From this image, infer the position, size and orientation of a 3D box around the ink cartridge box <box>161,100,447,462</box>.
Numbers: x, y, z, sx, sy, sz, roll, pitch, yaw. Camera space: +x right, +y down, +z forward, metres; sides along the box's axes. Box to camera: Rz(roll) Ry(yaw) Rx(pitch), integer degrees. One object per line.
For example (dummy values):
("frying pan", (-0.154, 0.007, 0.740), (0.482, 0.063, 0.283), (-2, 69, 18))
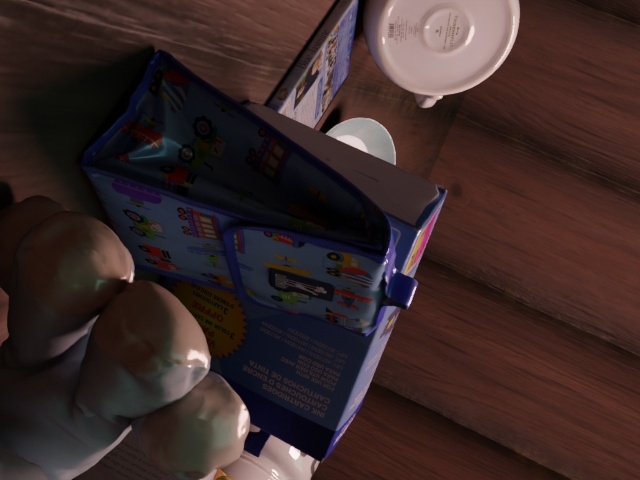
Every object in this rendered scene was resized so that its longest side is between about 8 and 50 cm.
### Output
("ink cartridge box", (-0.046, 0.074, 1.111), (0.151, 0.270, 0.396), (-44, 156, -58))

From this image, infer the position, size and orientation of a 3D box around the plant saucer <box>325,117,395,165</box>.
("plant saucer", (0.042, -0.118, 1.564), (0.194, 0.037, 0.195), (-17, 120, -31))

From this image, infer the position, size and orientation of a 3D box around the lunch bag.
("lunch bag", (-0.044, -0.013, 0.860), (0.138, 0.293, 0.221), (-61, 168, -22))

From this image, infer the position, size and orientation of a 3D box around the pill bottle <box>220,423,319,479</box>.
("pill bottle", (-0.079, 0.354, 1.760), (0.361, 0.204, 0.204), (-56, 166, -38))

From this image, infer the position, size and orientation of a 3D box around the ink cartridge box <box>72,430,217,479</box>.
("ink cartridge box", (-0.207, 0.264, 1.074), (0.213, 0.154, 0.093), (-67, 169, 11))

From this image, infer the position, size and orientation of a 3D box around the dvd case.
("dvd case", (-0.016, -0.208, 1.298), (0.253, 0.022, 0.180), (-60, 169, -28))

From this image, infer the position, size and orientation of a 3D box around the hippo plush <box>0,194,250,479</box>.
("hippo plush", (-0.229, 0.121, 0.674), (0.236, 0.234, 0.294), (-40, -158, -25))

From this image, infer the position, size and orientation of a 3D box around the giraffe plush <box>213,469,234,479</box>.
("giraffe plush", (-0.194, 0.330, 1.243), (0.210, 0.170, 0.181), (-54, 165, -45))

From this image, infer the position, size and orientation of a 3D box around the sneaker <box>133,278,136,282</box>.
("sneaker", (-0.198, 0.089, 0.981), (0.064, 0.086, 0.192), (-33, 133, -8))

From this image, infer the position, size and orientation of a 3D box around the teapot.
("teapot", (0.176, -0.356, 1.422), (0.256, 0.252, 0.187), (-40, -150, 20))
